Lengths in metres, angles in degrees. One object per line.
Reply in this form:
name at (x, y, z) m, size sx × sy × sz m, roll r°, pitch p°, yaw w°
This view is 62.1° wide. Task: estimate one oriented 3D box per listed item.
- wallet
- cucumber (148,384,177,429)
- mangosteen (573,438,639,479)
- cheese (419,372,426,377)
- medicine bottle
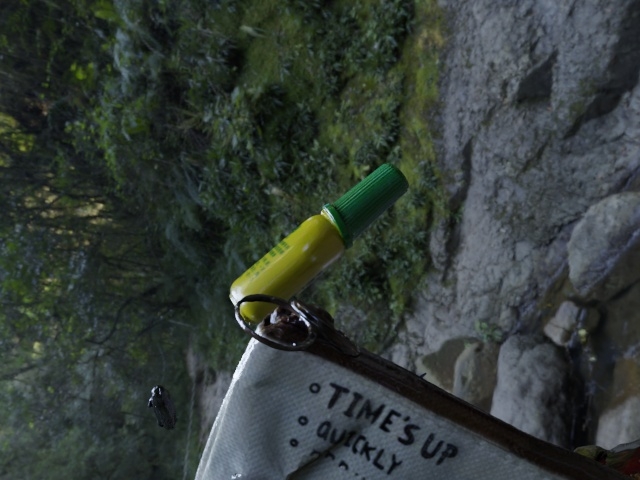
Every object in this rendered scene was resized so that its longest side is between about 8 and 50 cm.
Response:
wallet at (0.055, 0.203, 0.356) m, size 0.274 × 0.336 × 0.068 m, roll -63°, pitch 1°, yaw 20°
cucumber at (-0.262, 0.269, 0.875) m, size 0.163 × 0.039 × 0.043 m, roll 97°, pitch 158°, yaw -51°
mangosteen at (0.365, 0.304, 0.567) m, size 0.216 × 0.216 × 0.216 m, roll -165°, pitch 90°, yaw -85°
cheese at (0.136, 0.346, 1.145) m, size 0.062 × 0.244 × 0.155 m, roll 57°, pitch 138°, yaw 21°
medicine bottle at (0.000, 0.000, 0.772) m, size 0.309 × 0.076 × 0.111 m, roll -42°, pitch 14°, yaw -5°
